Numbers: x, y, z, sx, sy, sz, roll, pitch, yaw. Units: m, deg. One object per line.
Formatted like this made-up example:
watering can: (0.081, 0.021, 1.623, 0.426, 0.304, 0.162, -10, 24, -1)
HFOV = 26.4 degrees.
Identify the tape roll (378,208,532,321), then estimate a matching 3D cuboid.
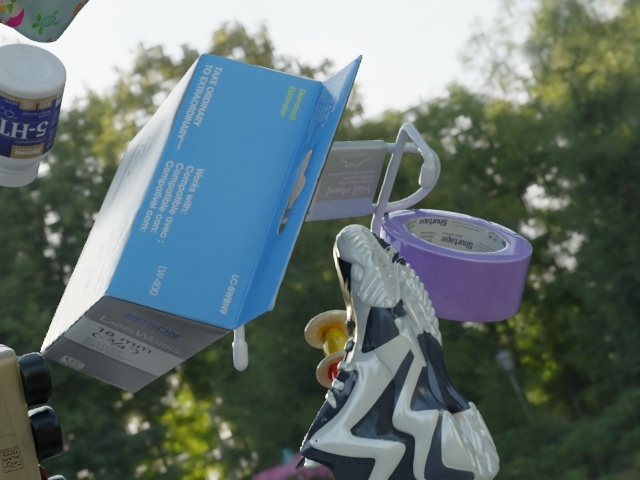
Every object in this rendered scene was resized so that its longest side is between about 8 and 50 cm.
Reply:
tape roll: (0.161, 0.028, 1.684, 0.189, 0.080, 0.189, 10, 18, -3)

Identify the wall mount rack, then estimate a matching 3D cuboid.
wall mount rack: (0.000, 0.000, 1.696, 0.350, 0.130, 0.304, -5, -48, -22)

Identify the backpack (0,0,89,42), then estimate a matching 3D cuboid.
backpack: (-0.333, -0.329, 1.397, 0.191, 0.225, 0.253, -42, -54, 13)

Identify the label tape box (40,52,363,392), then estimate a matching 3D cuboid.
label tape box: (-0.112, -0.024, 1.164, 0.106, 0.240, 0.334, 26, -26, -16)

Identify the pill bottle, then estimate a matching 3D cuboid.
pill bottle: (-0.422, -0.170, 1.906, 0.112, 0.112, 0.186, -16, -38, -35)

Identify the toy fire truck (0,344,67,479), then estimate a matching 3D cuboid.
toy fire truck: (-0.400, 0.228, 1.535, 0.159, 0.217, 0.246, -14, 9, -27)

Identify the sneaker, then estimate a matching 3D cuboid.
sneaker: (0.028, 0.116, 1.092, 0.153, 0.235, 0.094, -31, -14, 20)

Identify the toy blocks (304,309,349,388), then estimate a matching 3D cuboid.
toy blocks: (0.055, 0.143, 1.274, 0.123, 0.148, 0.054, 17, -53, -32)
